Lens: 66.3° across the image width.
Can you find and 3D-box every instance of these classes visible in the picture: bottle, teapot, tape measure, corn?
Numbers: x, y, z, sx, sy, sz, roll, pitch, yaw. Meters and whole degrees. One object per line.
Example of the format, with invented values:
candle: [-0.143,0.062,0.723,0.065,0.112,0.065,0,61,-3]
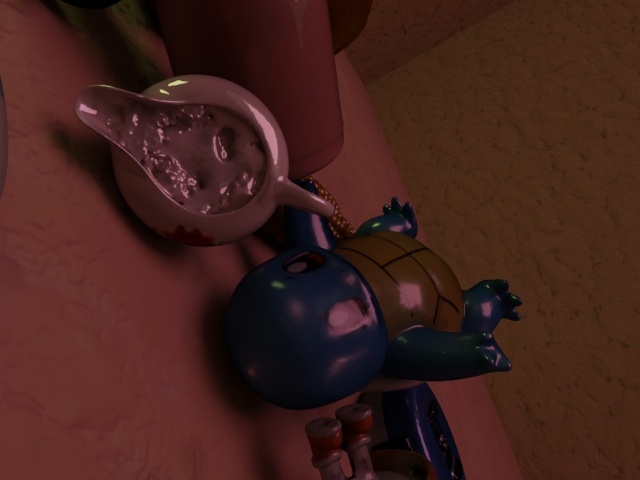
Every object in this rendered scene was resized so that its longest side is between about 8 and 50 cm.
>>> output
bottle: [-0.063,-0.226,0.504,0.173,0.206,0.297,32,-38,47]
teapot: [-0.092,-0.065,0.430,0.226,0.145,0.092,18,-1,-20]
tape measure: [0.154,0.294,0.741,0.216,0.097,0.351,66,14,1]
corn: [0.000,-0.004,0.706,0.313,0.101,0.102,49,22,-49]

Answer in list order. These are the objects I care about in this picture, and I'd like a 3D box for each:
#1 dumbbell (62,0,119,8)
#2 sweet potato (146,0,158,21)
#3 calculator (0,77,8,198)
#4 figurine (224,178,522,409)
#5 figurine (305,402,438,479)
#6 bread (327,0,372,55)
dumbbell: [-0.209,-0.278,0.457,0.099,0.099,0.209,53,21,-33]
sweet potato: [-0.179,-0.299,0.634,0.269,0.074,0.075,87,-22,-88]
calculator: [-0.244,-0.121,0.222,0.303,0.042,0.188,68,18,11]
figurine: [0.066,0.063,0.571,0.298,0.243,0.416,52,11,23]
figurine: [0.045,0.275,0.405,0.143,0.143,0.272,-48,131,-72]
bread: [-0.035,-0.501,0.994,0.312,0.311,0.173,35,47,-59]
